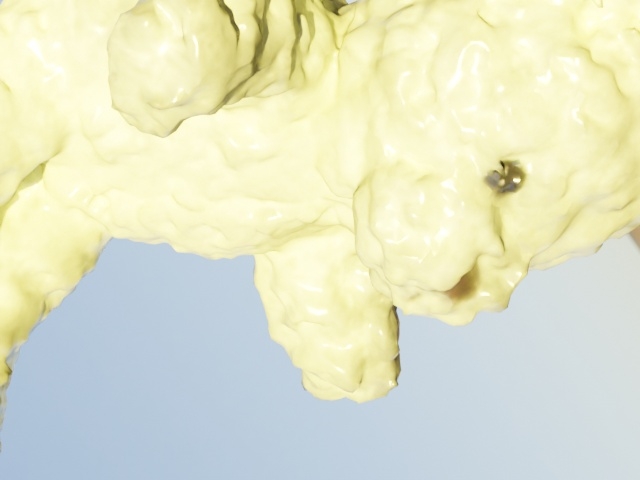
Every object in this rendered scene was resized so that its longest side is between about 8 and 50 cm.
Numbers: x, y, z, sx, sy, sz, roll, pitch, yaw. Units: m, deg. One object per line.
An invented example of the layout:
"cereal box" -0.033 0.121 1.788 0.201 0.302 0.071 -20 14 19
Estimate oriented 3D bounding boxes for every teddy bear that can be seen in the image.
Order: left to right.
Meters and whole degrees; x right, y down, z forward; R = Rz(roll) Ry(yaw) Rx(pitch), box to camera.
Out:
"teddy bear" 0.000 0.000 0.814 0.362 0.375 0.327 25 154 22
